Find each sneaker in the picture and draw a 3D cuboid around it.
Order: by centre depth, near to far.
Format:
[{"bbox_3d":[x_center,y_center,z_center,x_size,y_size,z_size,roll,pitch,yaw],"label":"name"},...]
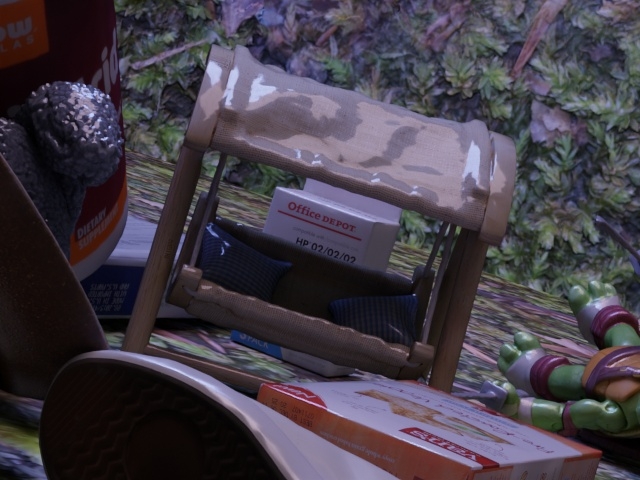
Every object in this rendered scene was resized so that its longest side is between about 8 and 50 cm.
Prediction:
[{"bbox_3d":[-0.004,0.148,0.928,0.290,0.106,0.123,31,8,21],"label":"sneaker"}]

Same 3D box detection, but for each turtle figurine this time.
[{"bbox_3d":[0.232,0.081,1.763,0.275,0.197,0.266,20,1,-11],"label":"turtle figurine"}]

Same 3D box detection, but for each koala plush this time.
[{"bbox_3d":[-0.229,0.021,1.257,0.196,0.203,0.221,6,29,-15],"label":"koala plush"}]

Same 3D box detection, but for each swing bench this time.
[{"bbox_3d":[0.000,0.000,1.537,0.253,0.254,0.165,16,6,-5],"label":"swing bench"}]

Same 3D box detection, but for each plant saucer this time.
[{"bbox_3d":[-0.216,-0.031,1.021,0.310,0.050,0.310,47,-17,19],"label":"plant saucer"}]

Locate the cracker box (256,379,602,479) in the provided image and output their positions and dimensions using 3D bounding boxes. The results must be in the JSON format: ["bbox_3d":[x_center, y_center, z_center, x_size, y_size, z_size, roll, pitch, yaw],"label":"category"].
[{"bbox_3d":[0.070,0.145,1.290,0.156,0.067,0.232,19,7,27],"label":"cracker box"}]

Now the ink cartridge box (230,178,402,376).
[{"bbox_3d":[0.000,0.018,1.734,0.104,0.181,0.061,19,6,23],"label":"ink cartridge box"}]

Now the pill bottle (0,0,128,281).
[{"bbox_3d":[-0.258,-0.160,1.410,0.224,0.392,0.224,0,41,0],"label":"pill bottle"}]

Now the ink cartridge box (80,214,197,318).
[{"bbox_3d":[-0.271,-0.004,1.732,0.330,0.071,0.324,17,6,26],"label":"ink cartridge box"}]
